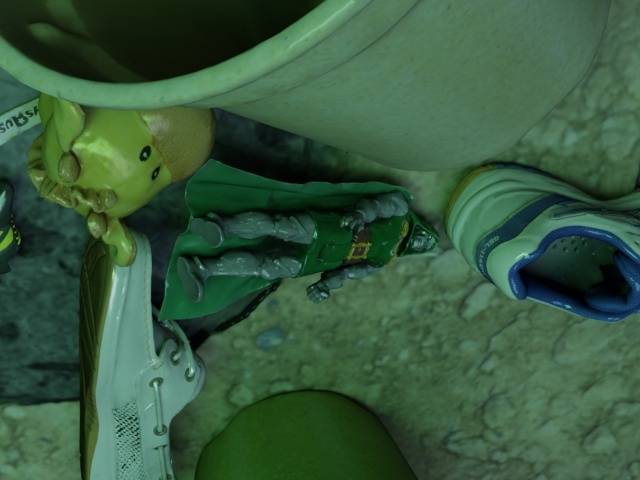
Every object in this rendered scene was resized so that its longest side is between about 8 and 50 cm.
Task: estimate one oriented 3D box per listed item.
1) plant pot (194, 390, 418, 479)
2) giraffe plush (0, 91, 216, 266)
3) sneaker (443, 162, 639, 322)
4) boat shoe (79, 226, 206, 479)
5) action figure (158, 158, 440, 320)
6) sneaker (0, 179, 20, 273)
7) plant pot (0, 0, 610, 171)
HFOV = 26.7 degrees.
[{"bbox_3d":[0.002,0.267,1.095,0.276,0.254,0.276,-7,125,-10],"label":"plant pot"},{"bbox_3d":[-0.133,-0.088,0.879,0.210,0.170,0.181,-42,123,14],"label":"giraffe plush"},{"bbox_3d":[0.245,0.023,1.075,0.297,0.131,0.111,5,119,-19],"label":"sneaker"},{"bbox_3d":[-0.137,0.096,1.048,0.096,0.098,0.277,-2,132,-14],"label":"boat shoe"},{"bbox_3d":[0.000,0.000,1.005,0.232,0.063,0.137,-6,133,-40],"label":"action figure"},{"bbox_3d":[-0.236,-0.009,0.993,0.035,0.031,0.083,5,126,-33],"label":"sneaker"},{"bbox_3d":[0.012,-0.186,0.763,0.334,0.334,0.305,-42,150,14],"label":"plant pot"}]
